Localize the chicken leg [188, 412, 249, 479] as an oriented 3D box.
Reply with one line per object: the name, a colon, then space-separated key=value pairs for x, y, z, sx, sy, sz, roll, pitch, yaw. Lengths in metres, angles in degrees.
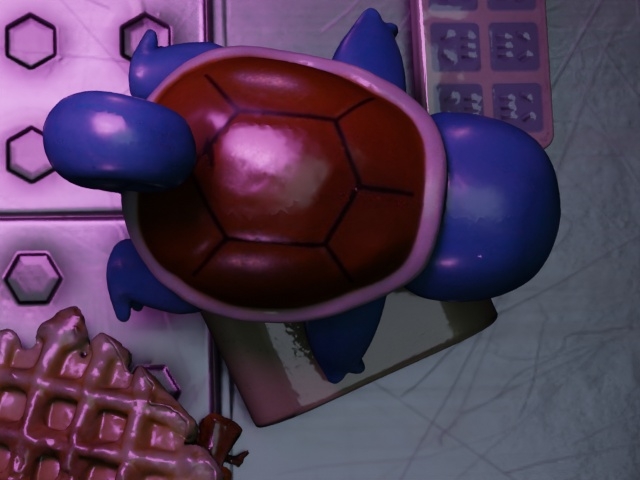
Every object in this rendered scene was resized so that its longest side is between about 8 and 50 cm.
chicken leg: x=-0.103 y=0.246 z=1.415 sx=0.085 sy=0.101 sz=0.207 roll=29 pitch=71 yaw=-36

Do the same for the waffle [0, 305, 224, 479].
waffle: x=-0.226 y=0.220 z=1.373 sx=0.292 sy=0.056 sz=0.309 roll=-39 pitch=69 yaw=0

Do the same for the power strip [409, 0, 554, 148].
power strip: x=0.138 y=-0.198 z=1.502 sx=0.118 sy=0.046 sz=0.270 roll=-2 pitch=84 yaw=-6

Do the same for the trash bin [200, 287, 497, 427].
trash bin: x=0.000 y=0.000 z=1.435 sx=0.243 sy=0.121 sz=0.247 roll=-25 pitch=91 yaw=-7

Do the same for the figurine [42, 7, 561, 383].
figurine: x=-0.031 y=-0.053 z=1.287 sx=0.416 sy=0.243 sz=0.298 roll=9 pitch=79 yaw=-28
